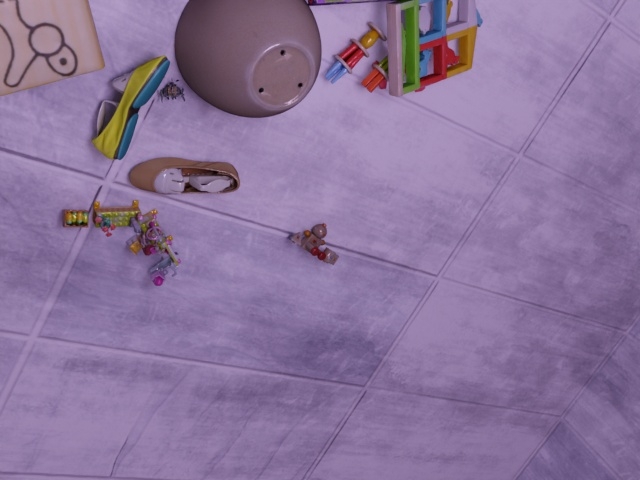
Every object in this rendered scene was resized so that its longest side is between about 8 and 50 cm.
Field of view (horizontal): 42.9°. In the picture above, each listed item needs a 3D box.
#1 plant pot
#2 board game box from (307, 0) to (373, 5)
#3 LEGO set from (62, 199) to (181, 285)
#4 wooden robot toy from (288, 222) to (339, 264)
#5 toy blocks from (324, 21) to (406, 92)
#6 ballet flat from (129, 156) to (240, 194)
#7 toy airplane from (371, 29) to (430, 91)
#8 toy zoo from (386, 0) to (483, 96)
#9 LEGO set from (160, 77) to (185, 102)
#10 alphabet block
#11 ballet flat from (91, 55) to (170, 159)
[{"bbox_3d":[-0.111,-0.345,1.533,0.284,0.191,0.284,-15,129,-20],"label":"plant pot"},{"bbox_3d":[0.129,-0.567,1.561,0.346,0.056,0.208,-10,99,-24],"label":"board game box"},{"bbox_3d":[-0.384,-0.002,1.675,0.132,0.107,0.287,-46,133,7],"label":"LEGO set"},{"bbox_3d":[0.000,0.000,1.939,0.173,0.076,0.079,32,92,-42],"label":"wooden robot toy"},{"bbox_3d":[0.091,-0.366,1.717,0.148,0.054,0.123,-44,115,4],"label":"toy blocks"},{"bbox_3d":[-0.272,-0.128,1.674,0.232,0.073,0.080,-6,125,-27],"label":"ballet flat"},{"bbox_3d":[0.176,-0.382,1.787,0.151,0.028,0.151,-10,117,-21],"label":"toy airplane"},{"bbox_3d":[0.252,-0.437,1.735,0.293,0.030,0.192,-26,124,-36],"label":"toy zoo"},{"bbox_3d":[-0.297,-0.298,1.575,0.054,0.023,0.083,-37,120,-5],"label":"LEGO set"},{"bbox_3d":[-0.474,-0.372,1.293,0.192,0.193,0.197,-18,130,-17],"label":"alphabet block"},{"bbox_3d":[-0.365,-0.259,1.527,0.077,0.077,0.231,32,111,0],"label":"ballet flat"}]
